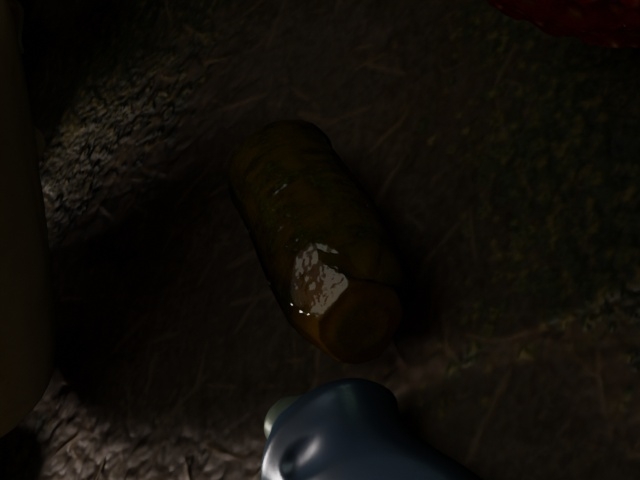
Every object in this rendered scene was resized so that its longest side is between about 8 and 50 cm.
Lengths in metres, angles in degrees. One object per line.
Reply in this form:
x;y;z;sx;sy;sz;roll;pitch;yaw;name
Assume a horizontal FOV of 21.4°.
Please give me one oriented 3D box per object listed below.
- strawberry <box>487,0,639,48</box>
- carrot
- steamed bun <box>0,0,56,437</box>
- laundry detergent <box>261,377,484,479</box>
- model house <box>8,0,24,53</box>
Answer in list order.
0.173;-0.237;0.874;0.288;0.250;0.238;22;46;29;strawberry
0.000;0.000;0.997;0.082;0.082;0.173;-46;34;14;carrot
-0.410;-0.036;1.111;0.456;0.371;0.290;19;41;20;steamed bun
0.028;0.137;0.892;0.206;0.061;0.096;40;104;51;laundry detergent
-0.306;-0.193;1.375;0.358;0.242;0.313;-43;58;15;model house
